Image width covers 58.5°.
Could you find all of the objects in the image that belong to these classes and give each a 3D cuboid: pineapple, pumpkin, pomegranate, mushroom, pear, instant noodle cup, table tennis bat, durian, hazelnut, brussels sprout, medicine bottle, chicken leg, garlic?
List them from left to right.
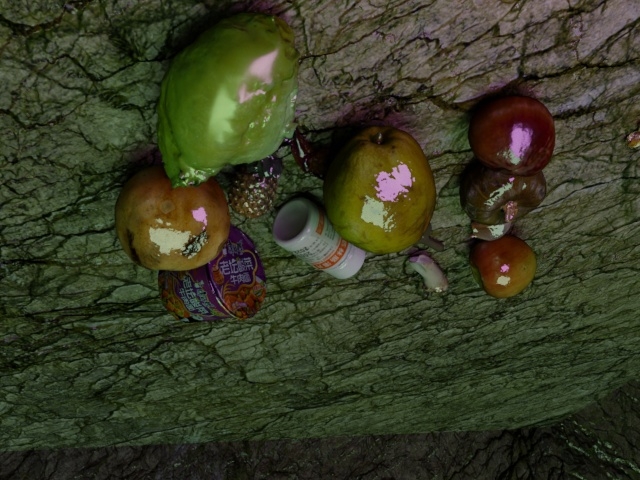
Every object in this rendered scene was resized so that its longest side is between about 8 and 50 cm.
[{"bbox_3d":[-0.327,-0.048,1.280,0.260,0.261,0.261,-7,145,-5],"label":"pomegranate"},{"bbox_3d":[-0.292,0.104,1.506,0.190,0.251,0.251,-18,145,26],"label":"instant noodle cup"},{"bbox_3d":[-0.170,-0.268,1.060,0.255,0.205,0.340,-10,138,-24],"label":"durian"},{"bbox_3d":[-0.133,-0.165,1.274,0.125,0.125,0.251,7,137,-22],"label":"pineapple"},{"bbox_3d":[-0.017,-0.197,1.303,0.205,0.053,0.093,21,112,-45],"label":"chicken leg"},{"bbox_3d":[0.000,0.000,1.500,0.144,0.145,0.252,-28,142,23],"label":"medicine bottle"},{"bbox_3d":[0.134,-0.105,1.282,0.268,0.269,0.321,-11,135,1],"label":"pear"},{"bbox_3d":[0.273,-0.015,1.652,0.234,0.022,0.131,24,132,-35],"label":"table tennis bat"},{"bbox_3d":[0.332,0.097,1.780,0.084,0.071,0.209,4,152,34],"label":"mushroom"},{"bbox_3d":[0.496,-0.043,1.622,0.152,0.066,0.084,-26,140,25],"label":"garlic"},{"bbox_3d":[0.456,-0.119,1.431,0.218,0.163,0.219,-7,149,-4],"label":"pumpkin"},{"bbox_3d":[0.432,-0.226,1.268,0.178,0.178,0.203,-34,138,30],"label":"hazelnut"},{"bbox_3d":[0.794,-0.265,1.414,0.050,0.046,0.083,-2,154,-18],"label":"brussels sprout"}]

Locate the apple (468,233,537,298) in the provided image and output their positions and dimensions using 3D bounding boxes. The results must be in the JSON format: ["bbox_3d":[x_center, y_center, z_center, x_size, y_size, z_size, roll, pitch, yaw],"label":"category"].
[{"bbox_3d":[0.540,0.072,1.687,0.195,0.196,0.196,-7,145,-5],"label":"apple"}]
